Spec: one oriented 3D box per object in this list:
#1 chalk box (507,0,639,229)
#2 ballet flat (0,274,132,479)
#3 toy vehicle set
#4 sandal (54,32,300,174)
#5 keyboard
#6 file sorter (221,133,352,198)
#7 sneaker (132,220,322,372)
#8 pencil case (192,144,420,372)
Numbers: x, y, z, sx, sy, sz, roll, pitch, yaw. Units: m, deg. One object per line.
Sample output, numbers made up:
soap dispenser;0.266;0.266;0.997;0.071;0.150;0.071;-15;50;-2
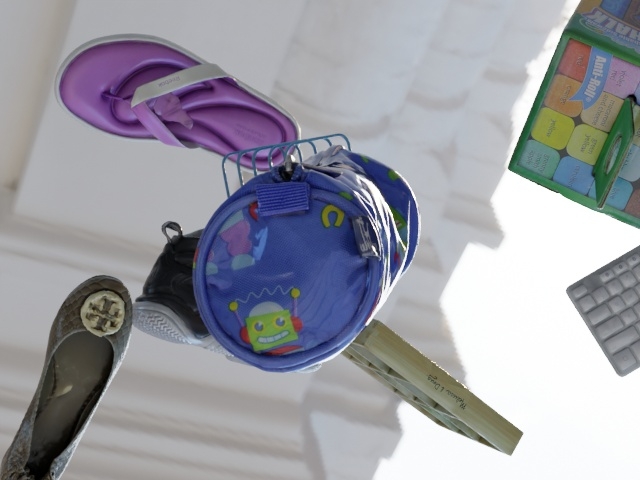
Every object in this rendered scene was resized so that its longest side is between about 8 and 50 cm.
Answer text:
chalk box;0.233;-0.104;0.999;0.132;0.132;0.213;26;-143;9
ballet flat;-0.255;0.154;1.311;0.084;0.250;0.058;25;-176;-22
toy vehicle set;0.113;0.170;1.624;0.267;0.035;0.166;38;168;-26
sandal;-0.201;-0.209;2.015;0.416;0.169;0.102;13;-170;-29
keyboard;0.295;0.002;0.900;0.256;0.014;0.072;-29;-107;-6
file sorter;-0.042;-0.083;1.789;0.118;0.105;0.170;-14;-174;-36
sneaker;-0.093;0.066;1.564;0.268;0.153;0.101;21;169;-35
pencil case;0.000;0.000;0.923;0.119;0.133;0.306;3;-173;9
